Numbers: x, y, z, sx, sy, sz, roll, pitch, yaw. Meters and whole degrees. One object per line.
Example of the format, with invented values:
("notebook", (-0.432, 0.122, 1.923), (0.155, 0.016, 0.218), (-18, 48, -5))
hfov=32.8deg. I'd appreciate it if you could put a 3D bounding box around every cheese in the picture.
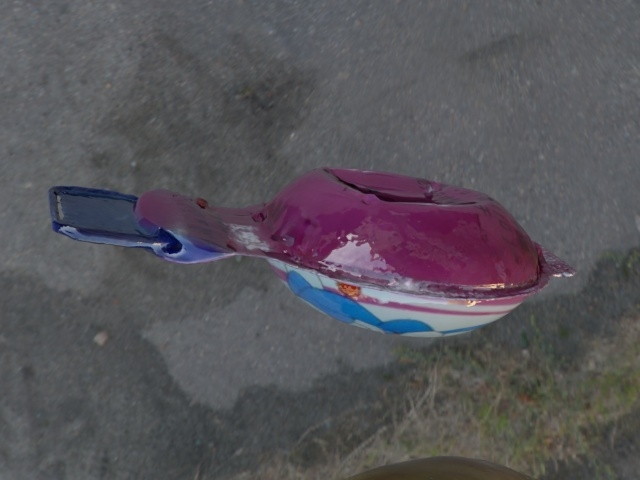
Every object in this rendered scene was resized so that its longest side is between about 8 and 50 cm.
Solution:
("cheese", (0.000, 0.000, 0.499), (0.244, 0.155, 0.062), (5, 104, -18))

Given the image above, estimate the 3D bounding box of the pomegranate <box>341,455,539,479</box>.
("pomegranate", (0.072, 0.288, 0.596), (0.332, 0.332, 0.333), (3, 110, 8))
